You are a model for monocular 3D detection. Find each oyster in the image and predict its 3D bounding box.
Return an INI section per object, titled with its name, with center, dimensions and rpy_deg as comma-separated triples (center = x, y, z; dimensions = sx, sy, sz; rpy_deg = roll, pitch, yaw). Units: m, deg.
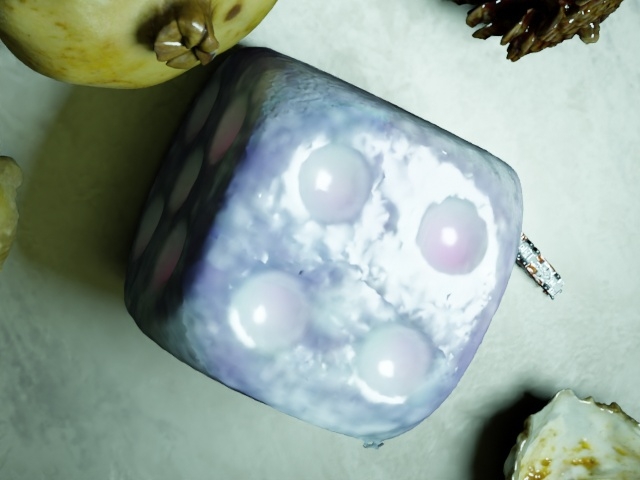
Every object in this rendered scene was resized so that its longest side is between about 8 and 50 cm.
[oyster]
center = 0.317, 0.271, 1.915
dimensions = 0.337, 0.133, 0.198
rpy_deg = 23, 94, -20

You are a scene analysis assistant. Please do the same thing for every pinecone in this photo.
[pinecone]
center = 0.199, -0.262, 1.736
dimensions = 0.207, 0.208, 0.208
rpy_deg = -3, 103, -14

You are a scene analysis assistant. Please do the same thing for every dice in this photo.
[dice]
center = 0.000, 0.000, 1.697
dimensions = 0.270, 0.270, 0.271
rpy_deg = 24, 96, -18

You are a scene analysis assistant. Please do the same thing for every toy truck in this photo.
[toy truck]
center = 0.210, 0.025, 1.885
dimensions = 0.024, 0.032, 0.083
rpy_deg = -44, 106, -5

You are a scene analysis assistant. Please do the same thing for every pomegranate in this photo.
[pomegranate]
center = -0.161, -0.267, 1.596
dimensions = 0.307, 0.307, 0.307
rpy_deg = -3, 103, -14

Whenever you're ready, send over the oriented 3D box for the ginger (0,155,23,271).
[ginger]
center = -0.374, -0.033, 1.640
dimensions = 0.219, 0.123, 0.270
rpy_deg = -47, 138, 1
